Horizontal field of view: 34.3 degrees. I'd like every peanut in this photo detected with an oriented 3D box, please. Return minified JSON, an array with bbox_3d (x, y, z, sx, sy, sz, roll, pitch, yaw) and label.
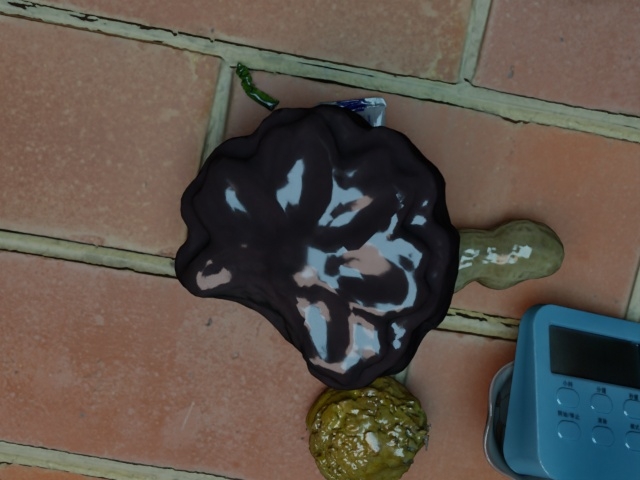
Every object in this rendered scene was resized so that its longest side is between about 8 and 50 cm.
[{"bbox_3d":[0.238,0.027,1.494,0.228,0.085,0.104,-8,123,2],"label":"peanut"}]

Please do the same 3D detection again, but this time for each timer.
[{"bbox_3d":[0.389,0.224,1.484,0.232,0.091,0.250,11,78,-22],"label":"timer"}]

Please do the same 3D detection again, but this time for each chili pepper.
[{"bbox_3d":[-0.094,-0.215,1.459,0.083,0.022,0.027,47,133,-12],"label":"chili pepper"}]

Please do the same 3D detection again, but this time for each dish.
[{"bbox_3d":[0.319,0.266,1.541,0.229,0.081,0.229,2,86,-24],"label":"dish"}]

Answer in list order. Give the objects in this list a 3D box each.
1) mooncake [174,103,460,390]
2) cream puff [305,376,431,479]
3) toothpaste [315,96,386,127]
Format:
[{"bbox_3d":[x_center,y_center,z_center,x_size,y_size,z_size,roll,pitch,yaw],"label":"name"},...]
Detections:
[{"bbox_3d":[0.000,0.000,1.381,0.381,0.212,0.350,24,98,10],"label":"mooncake"},{"bbox_3d":[0.072,0.291,1.540,0.189,0.129,0.189,0,108,0],"label":"cream puff"},{"bbox_3d":[0.057,-0.041,1.487,0.100,0.066,0.323,-4,101,7],"label":"toothpaste"}]
